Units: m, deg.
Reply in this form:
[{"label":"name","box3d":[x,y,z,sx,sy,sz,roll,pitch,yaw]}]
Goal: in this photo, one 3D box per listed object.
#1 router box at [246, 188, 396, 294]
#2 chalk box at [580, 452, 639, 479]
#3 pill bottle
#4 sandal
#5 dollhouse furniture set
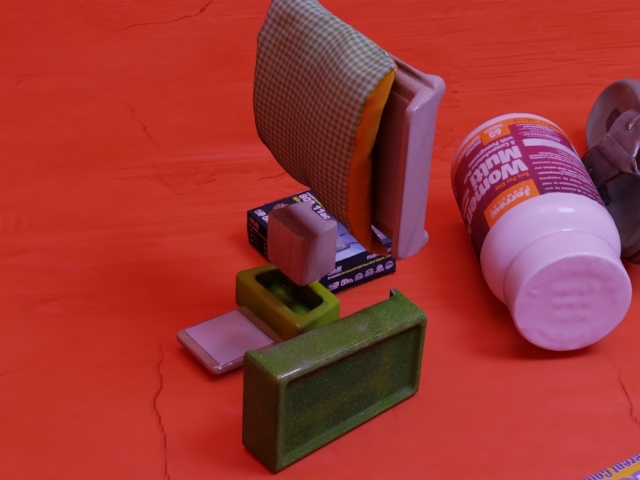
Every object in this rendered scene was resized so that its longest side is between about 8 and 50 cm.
[{"label":"router box","box3d":[0.000,0.000,1.222,0.092,0.038,0.122,-20,38,-26]},{"label":"chalk box","box3d":[0.236,0.268,0.700,0.180,0.179,0.289,-19,38,-23]},{"label":"pill bottle","box3d":[0.192,-0.010,1.159,0.121,0.121,0.221,-4,34,-5]},{"label":"sandal","box3d":[0.284,-0.075,1.245,0.086,0.120,0.303,29,21,-16]},{"label":"dollhouse furniture set","box3d":[-0.030,-0.014,1.010,0.151,0.301,0.197,-22,42,-31]}]
